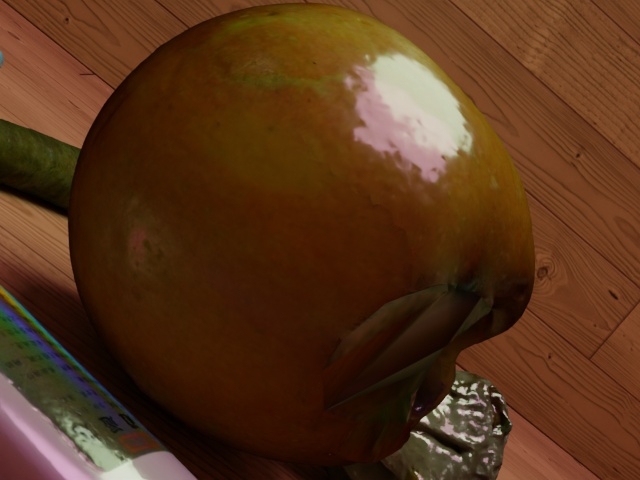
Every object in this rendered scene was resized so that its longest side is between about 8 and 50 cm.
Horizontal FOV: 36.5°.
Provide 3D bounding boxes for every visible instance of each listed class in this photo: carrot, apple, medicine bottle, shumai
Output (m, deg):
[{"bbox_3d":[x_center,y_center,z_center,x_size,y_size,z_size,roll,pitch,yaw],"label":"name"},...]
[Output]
[{"bbox_3d":[-0.304,-0.080,0.990,0.074,0.074,0.358,42,8,25],"label":"carrot"},{"bbox_3d":[0.000,0.000,0.782,0.384,0.374,0.374,10,25,-45],"label":"apple"},{"bbox_3d":[-0.127,0.107,0.467,0.219,0.078,0.115,41,3,16],"label":"medicine bottle"},{"bbox_3d":[0.074,0.164,0.895,0.142,0.184,0.184,55,-2,-23],"label":"shumai"}]

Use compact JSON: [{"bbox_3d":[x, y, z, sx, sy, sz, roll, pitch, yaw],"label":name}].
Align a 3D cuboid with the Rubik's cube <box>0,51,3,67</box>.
[{"bbox_3d":[-0.307,-0.126,0.479,0.213,0.224,0.265,55,-7,-33],"label":"Rubik's cube"}]
